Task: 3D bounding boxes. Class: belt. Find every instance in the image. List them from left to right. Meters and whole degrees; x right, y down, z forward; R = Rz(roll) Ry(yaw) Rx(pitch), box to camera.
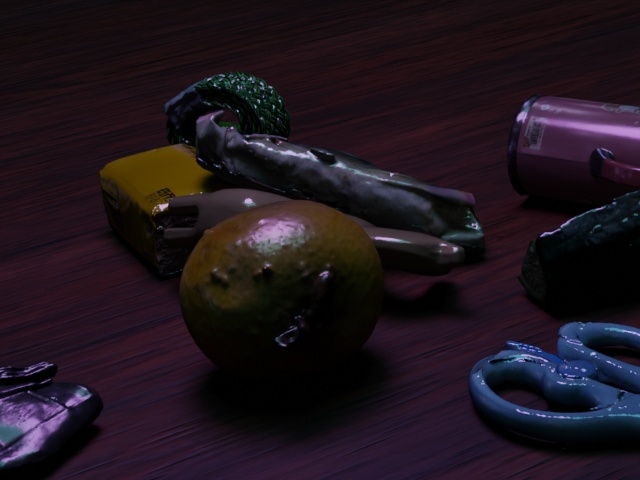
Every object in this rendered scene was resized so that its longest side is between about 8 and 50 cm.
[{"bbox_3d":[-0.107,-0.139,1.707,0.151,0.121,0.079,2,26,29],"label":"belt"}]

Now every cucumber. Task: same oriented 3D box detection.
[{"bbox_3d":[0.280,0.009,1.324,0.193,0.086,0.115,-12,-20,-12],"label":"cucumber"}]

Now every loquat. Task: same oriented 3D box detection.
[{"bbox_3d":[-0.034,0.044,1.229,0.172,0.149,0.204,-17,2,-13],"label":"loquat"}]

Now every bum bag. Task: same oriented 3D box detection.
[{"bbox_3d":[-0.304,0.130,1.198,0.248,0.060,0.123,12,30,32],"label":"bum bag"}]

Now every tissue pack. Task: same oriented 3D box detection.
[{"bbox_3d":[-0.150,-0.037,1.525,0.120,0.082,0.169,-15,25,-22],"label":"tissue pack"}]

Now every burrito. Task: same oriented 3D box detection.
[{"bbox_3d":[0.020,-0.053,1.436,0.309,0.066,0.096,19,-8,4],"label":"burrito"}]

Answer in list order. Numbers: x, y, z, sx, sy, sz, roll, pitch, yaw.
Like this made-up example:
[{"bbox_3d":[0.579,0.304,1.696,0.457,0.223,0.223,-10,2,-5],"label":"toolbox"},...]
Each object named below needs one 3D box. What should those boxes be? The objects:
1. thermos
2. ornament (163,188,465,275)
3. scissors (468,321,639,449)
[{"bbox_3d":[0.352,-0.080,1.451,0.330,0.110,0.136,11,-13,34],"label":"thermos"},{"bbox_3d":[0.000,0.000,1.371,0.230,0.061,0.245,13,-6,-28],"label":"ornament"},{"bbox_3d":[0.278,0.137,1.078,0.180,0.032,0.393,-22,28,-33],"label":"scissors"}]
